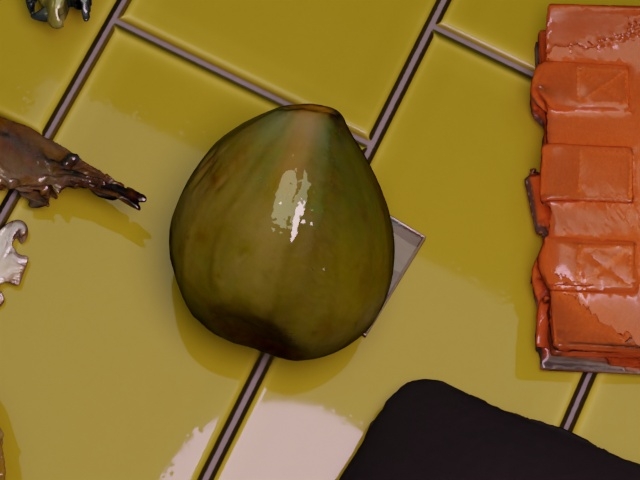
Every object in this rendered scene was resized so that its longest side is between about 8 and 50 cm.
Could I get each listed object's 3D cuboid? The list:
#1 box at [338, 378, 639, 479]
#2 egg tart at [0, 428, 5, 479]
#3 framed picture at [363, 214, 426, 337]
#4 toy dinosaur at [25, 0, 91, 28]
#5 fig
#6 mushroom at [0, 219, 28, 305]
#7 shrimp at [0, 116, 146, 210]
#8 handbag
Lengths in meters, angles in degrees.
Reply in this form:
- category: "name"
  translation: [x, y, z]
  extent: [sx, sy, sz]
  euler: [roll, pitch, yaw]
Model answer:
- category: "box"
  translation: [0.148, 0.339, 1.478]
  extent: [0.350, 0.091, 0.359]
  euler: [19, 63, 28]
- category: "egg tart"
  translation: [-0.458, 0.223, 1.503]
  extent: [0.288, 0.118, 0.288]
  euler: [3, 71, -10]
- category: "framed picture"
  translation: [0.000, 0.000, 1.664]
  extent: [0.201, 0.010, 0.136]
  euler: [31, 75, 4]
- category: "toy dinosaur"
  translation: [-0.290, -0.364, 1.697]
  extent: [0.153, 0.094, 0.259]
  euler: [-18, 69, -13]
- category: "fig"
  translation: [-0.029, -0.016, 1.529]
  extent: [0.239, 0.239, 0.271]
  euler: [20, 116, 0]
- category: "mushroom"
  translation: [-0.347, 0.025, 1.623]
  extent: [0.049, 0.019, 0.101]
  euler: [19, 77, 1]
- category: "shrimp"
  translation: [-0.315, -0.058, 1.626]
  extent: [0.262, 0.066, 0.117]
  euler: [25, 89, 16]
- category: "handbag"
  translation: [0.381, -0.056, 1.663]
  extent: [0.303, 0.116, 0.410]
  euler: [2, 75, -1]
